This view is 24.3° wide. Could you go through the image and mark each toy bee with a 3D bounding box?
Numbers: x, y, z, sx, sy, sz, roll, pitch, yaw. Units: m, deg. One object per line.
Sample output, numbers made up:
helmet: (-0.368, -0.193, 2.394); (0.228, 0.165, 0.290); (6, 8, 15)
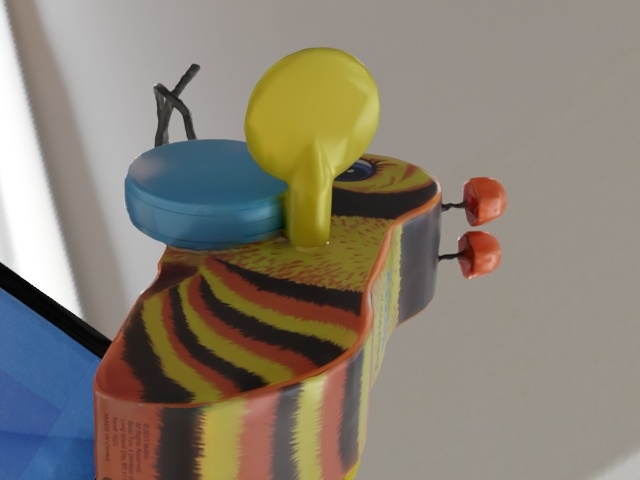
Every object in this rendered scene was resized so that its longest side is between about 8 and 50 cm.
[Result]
toy bee: (0.000, 0.000, 0.604); (0.162, 0.195, 0.298); (0, -132, -1)

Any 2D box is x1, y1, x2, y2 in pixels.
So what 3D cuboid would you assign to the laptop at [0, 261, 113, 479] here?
laptop: (-0.206, 0.109, 0.689); (0.136, 0.234, 0.264); (-48, -162, 15)
